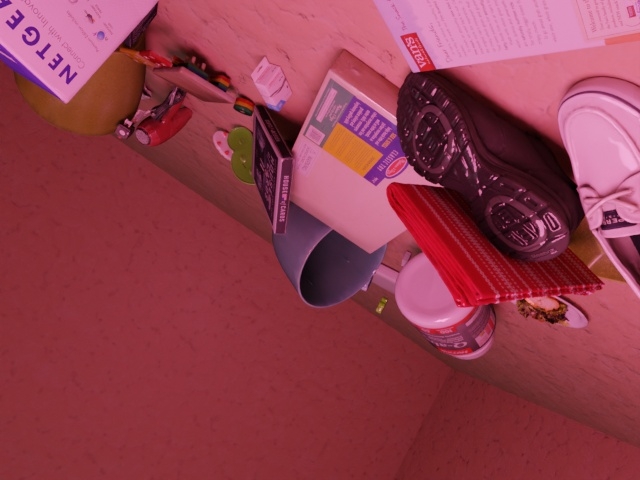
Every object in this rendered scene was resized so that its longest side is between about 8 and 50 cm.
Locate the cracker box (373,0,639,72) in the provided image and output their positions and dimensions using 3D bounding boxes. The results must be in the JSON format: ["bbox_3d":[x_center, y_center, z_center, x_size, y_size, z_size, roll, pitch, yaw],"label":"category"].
[{"bbox_3d":[0.141,-0.226,0.316,0.232,0.067,0.155,18,160,49],"label":"cracker box"}]

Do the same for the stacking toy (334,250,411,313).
[{"bbox_3d":[0.157,0.094,1.235,0.166,0.221,0.052,25,164,17],"label":"stacking toy"}]

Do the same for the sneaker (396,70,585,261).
[{"bbox_3d":[0.210,-0.108,0.517,0.286,0.130,0.109,53,149,12],"label":"sneaker"}]

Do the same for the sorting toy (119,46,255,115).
[{"bbox_3d":[-0.271,-0.349,0.865,0.132,0.047,0.274,20,-179,42],"label":"sorting toy"}]

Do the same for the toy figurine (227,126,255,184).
[{"bbox_3d":[-0.180,-0.220,1.153,0.173,0.130,0.159,54,-179,8],"label":"toy figurine"}]

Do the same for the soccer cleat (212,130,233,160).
[{"bbox_3d":[-0.250,-0.260,1.246,0.196,0.068,0.076,36,172,-29],"label":"soccer cleat"}]

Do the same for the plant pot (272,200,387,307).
[{"bbox_3d":[0.000,0.000,1.134,0.235,0.293,0.293,43,177,39],"label":"plant pot"}]

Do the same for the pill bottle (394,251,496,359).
[{"bbox_3d":[0.359,0.192,1.112,0.210,0.210,0.363,23,165,42],"label":"pill bottle"}]

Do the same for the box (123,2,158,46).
[{"bbox_3d":[-0.372,-0.450,0.703,0.156,0.093,0.158,38,169,-23],"label":"box"}]

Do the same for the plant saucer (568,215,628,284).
[{"bbox_3d":[0.430,0.003,0.543,0.188,0.045,0.188,41,166,-34],"label":"plant saucer"}]

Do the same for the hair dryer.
[{"bbox_3d":[-0.409,-0.335,1.108,0.080,0.223,0.293,57,-176,-17],"label":"hair dryer"}]

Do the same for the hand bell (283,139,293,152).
[{"bbox_3d":[0.009,-0.148,0.985,0.241,0.126,0.126,18,167,6],"label":"hand bell"}]

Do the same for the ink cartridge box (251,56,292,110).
[{"bbox_3d":[-0.087,-0.283,0.739,0.028,0.048,0.083,27,168,26],"label":"ink cartridge box"}]

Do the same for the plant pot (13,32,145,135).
[{"bbox_3d":[-0.504,-0.414,0.900,0.274,0.275,0.293,39,150,-27],"label":"plant pot"}]

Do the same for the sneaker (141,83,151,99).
[{"bbox_3d":[-0.567,-0.483,1.225,0.061,0.054,0.152,12,165,19],"label":"sneaker"}]

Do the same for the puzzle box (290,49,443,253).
[{"bbox_3d":[0.076,-0.120,0.760,0.272,0.052,0.409,34,156,-5],"label":"puzzle box"}]

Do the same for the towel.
[{"bbox_3d":[0.231,0.000,0.540,0.274,0.031,0.199,1,-135,-31],"label":"towel"}]

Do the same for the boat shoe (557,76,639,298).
[{"bbox_3d":[0.322,-0.037,0.424,0.268,0.088,0.096,55,158,-15],"label":"boat shoe"}]

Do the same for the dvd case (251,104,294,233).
[{"bbox_3d":[-0.109,-0.156,0.872,0.239,0.029,0.179,-116,28,-45],"label":"dvd case"}]

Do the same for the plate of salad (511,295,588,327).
[{"bbox_3d":[0.516,0.160,0.960,0.199,0.048,0.200,31,168,7],"label":"plate of salad"}]

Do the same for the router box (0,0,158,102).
[{"bbox_3d":[-0.212,-0.320,0.291,0.082,0.301,0.335,32,169,8],"label":"router box"}]

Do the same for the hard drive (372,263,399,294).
[{"bbox_3d":[0.294,0.169,1.600,0.352,0.047,0.233,27,167,26],"label":"hard drive"}]
